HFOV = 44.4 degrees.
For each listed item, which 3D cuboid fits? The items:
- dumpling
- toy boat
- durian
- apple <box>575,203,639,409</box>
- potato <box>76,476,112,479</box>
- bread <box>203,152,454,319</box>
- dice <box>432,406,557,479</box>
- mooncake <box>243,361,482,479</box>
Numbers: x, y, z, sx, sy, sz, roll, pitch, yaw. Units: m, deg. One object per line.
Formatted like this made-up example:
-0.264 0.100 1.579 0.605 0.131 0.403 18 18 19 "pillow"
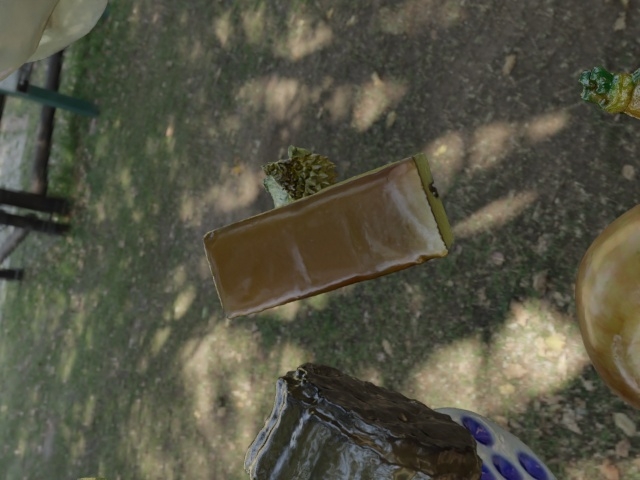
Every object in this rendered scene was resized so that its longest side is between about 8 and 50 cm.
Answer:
-0.269 -0.187 0.623 0.247 0.172 0.142 -20 74 8 "dumpling"
0.298 -0.164 0.656 0.088 0.229 0.089 43 150 9 "toy boat"
-0.049 -0.120 1.804 0.166 0.306 0.172 24 78 17 "durian"
0.594 0.108 1.220 0.391 0.346 0.392 14 112 37 "apple"
-0.348 0.453 1.255 0.149 0.120 0.081 -90 3 -60 "potato"
0.000 0.000 1.103 0.361 0.077 0.138 -18 98 27 "bread"
0.272 0.518 1.462 0.277 0.304 0.304 -57 3 18 "dice"
0.067 0.309 1.109 0.324 0.324 0.187 25 93 52 "mooncake"
